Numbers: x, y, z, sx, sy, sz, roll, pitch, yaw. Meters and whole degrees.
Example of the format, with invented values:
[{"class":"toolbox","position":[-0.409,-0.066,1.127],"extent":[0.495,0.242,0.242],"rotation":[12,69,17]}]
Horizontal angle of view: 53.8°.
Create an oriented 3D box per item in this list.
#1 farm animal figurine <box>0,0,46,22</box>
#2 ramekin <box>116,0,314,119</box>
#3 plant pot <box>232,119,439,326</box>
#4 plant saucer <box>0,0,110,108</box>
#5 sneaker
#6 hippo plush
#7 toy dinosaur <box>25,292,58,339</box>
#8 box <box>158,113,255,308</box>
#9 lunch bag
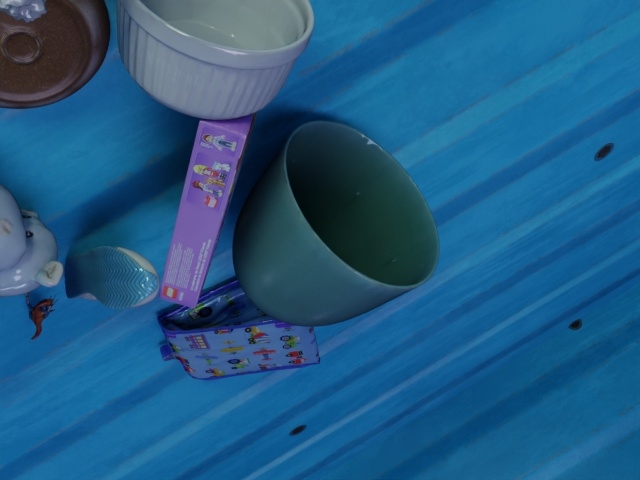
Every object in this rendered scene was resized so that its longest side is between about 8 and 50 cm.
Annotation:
[{"class":"farm animal figurine","position":[-0.248,-0.364,0.408],"extent":[0.172,0.330,0.327],"rotation":[-13,169,-29]},{"class":"ramekin","position":[-0.119,-0.226,0.684],"extent":[0.207,0.207,0.109],"rotation":[-8,147,-30]},{"class":"plant pot","position":[0.000,0.000,0.990],"extent":[0.293,0.293,0.235],"rotation":[5,146,-41]},{"class":"plant saucer","position":[-0.323,-0.216,0.679],"extent":[0.199,0.036,0.198],"rotation":[-21,144,-16]},{"class":"sneaker","position":[-0.287,0.050,0.912],"extent":[0.092,0.229,0.087],"rotation":[-1,92,-42]},{"class":"hippo plush","position":[-0.434,0.058,0.754],"extent":[0.237,0.234,0.294],"rotation":[-24,144,-10]},{"class":"toy dinosaur","position":[-0.426,0.112,0.969],"extent":[0.047,0.090,0.082],"rotation":[-3,-179,-21]},{"class":"box","position":[-0.142,-0.080,0.843],"extent":[0.057,0.201,0.293],"rotation":[17,130,-8]},{"class":"lunch bag","position":[-0.164,0.185,1.227],"extent":[0.293,0.138,0.221],"rotation":[-17,146,-6]}]
